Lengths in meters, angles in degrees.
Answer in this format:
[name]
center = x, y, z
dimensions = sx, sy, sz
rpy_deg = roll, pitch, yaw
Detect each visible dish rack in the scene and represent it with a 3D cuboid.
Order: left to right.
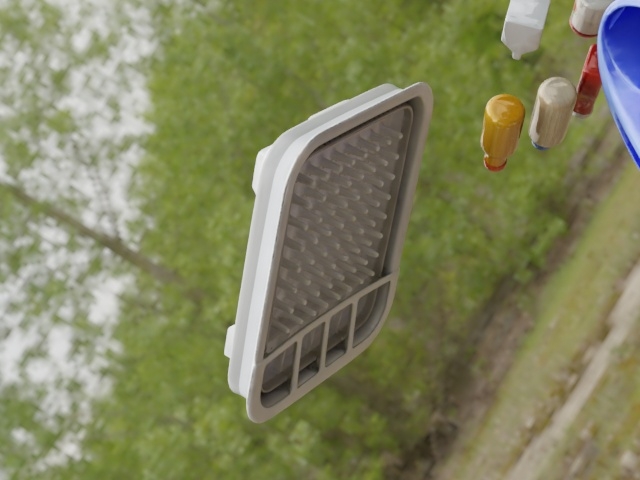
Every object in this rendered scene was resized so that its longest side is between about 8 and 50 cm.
[dish rack]
center = 0.000, 0.000, 1.542
dimensions = 0.285, 0.072, 0.333
rpy_deg = -30, -41, -50

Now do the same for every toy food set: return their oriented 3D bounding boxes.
[toy food set]
center = 0.237, -0.180, 1.529
dimensions = 0.104, 0.111, 0.232
rpy_deg = 92, -167, -63

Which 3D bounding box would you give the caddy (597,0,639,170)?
[caddy]
center = 0.339, -0.073, 1.109
dimensions = 0.179, 0.341, 0.241
rpy_deg = -29, -51, -10
